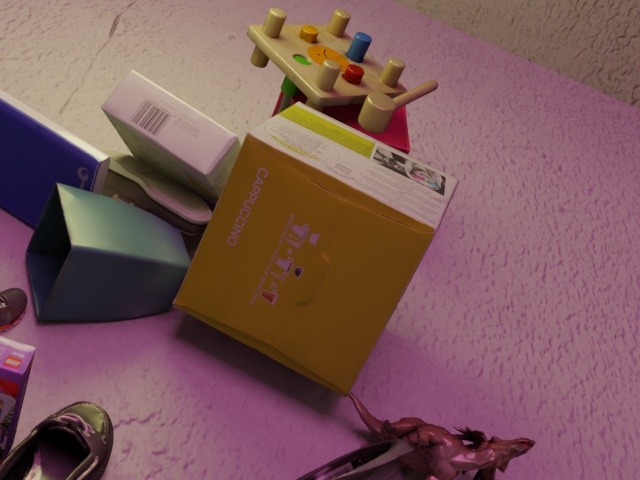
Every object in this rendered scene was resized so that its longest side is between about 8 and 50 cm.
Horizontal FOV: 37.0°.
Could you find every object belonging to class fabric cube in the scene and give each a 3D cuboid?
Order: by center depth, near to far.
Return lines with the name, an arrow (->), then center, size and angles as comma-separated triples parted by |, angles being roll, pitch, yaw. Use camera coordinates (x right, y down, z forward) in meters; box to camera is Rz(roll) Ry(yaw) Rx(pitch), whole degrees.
fabric cube -> 0.023, -0.204, 2.059 | 0.258, 0.254, 0.259 | 15, 37, -11

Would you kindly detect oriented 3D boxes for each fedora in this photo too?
fedora -> 0.037, 0.384, 1.363 | 0.124, 0.244, 0.275 | 66, 16, 7

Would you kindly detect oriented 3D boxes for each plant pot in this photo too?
plant pot -> -0.351, 0.032, 1.622 | 0.234, 0.165, 0.165 | 9, 37, -33

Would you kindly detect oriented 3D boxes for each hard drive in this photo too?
hard drive -> -0.531, -0.139, 1.691 | 0.319, 0.210, 0.040 | 31, 35, 10

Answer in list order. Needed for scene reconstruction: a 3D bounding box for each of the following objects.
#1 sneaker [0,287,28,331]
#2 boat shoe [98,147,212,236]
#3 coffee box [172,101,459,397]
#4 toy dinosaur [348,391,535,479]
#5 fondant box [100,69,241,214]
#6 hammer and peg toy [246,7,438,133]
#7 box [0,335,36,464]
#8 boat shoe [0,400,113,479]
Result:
sneaker -> -0.517, 0.109, 1.503 | 0.061, 0.065, 0.158 | 32, 36, 11
boat shoe -> -0.322, -0.076, 1.785 | 0.305, 0.091, 0.109 | 31, 18, 32
coffee box -> 0.000, 0.000, 1.658 | 0.338, 0.337, 0.334 | 28, 21, 4
toy dinosaur -> 0.179, 0.339, 1.573 | 0.296, 0.127, 0.200 | 24, 21, 28
fondant box -> -0.253, -0.160, 1.801 | 0.238, 0.330, 0.096 | 33, 79, 12
hammer and peg toy -> 0.050, -0.322, 1.904 | 0.266, 0.127, 0.361 | -13, 50, -43
box -> -0.544, 0.183, 1.276 | 0.293, 0.201, 0.057 | 19, 36, -7
boat shoe -> -0.360, 0.303, 1.286 | 0.112, 0.095, 0.335 | 21, 27, 3
